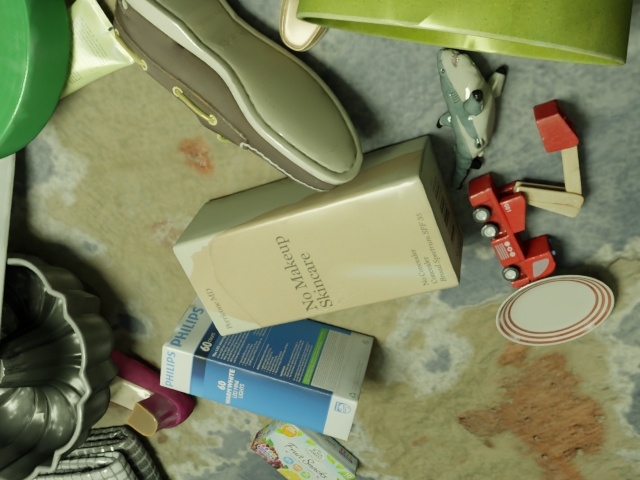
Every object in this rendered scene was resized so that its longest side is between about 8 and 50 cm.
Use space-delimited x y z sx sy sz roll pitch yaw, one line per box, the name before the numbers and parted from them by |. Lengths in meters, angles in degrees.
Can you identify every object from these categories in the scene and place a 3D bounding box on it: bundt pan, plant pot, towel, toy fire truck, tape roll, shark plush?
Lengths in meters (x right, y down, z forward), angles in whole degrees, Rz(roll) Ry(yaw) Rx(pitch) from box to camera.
bundt pan | -0.429 0.171 0.979 0.330 0.124 0.331 1 93 21
plant pot | 0.134 -0.308 0.542 0.274 0.275 0.294 10 105 9
towel | -0.405 0.448 1.189 0.283 0.121 0.235 -11 118 18
toy fire truck | 0.243 -0.045 0.769 0.135 0.047 0.192 -22 113 23
tape roll | -0.448 -0.241 0.773 0.321 0.077 0.322 4 107 14
shark plush | 0.160 -0.133 0.754 0.067 0.073 0.161 19 145 28

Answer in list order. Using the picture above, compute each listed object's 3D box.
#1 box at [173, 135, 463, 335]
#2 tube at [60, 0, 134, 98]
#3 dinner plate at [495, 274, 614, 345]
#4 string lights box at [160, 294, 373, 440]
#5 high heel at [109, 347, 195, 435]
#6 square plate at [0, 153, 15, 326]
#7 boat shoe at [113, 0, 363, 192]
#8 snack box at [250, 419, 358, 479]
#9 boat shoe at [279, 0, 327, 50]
box | 0.000 0.000 0.815 0.311 0.121 0.148 -16 115 22
tube | -0.339 -0.201 0.828 0.240 0.062 0.070 -25 152 22
dinner plate | 0.285 0.083 0.832 0.141 0.017 0.141 -2 138 -2
string lights box | -0.069 0.163 0.921 0.259 0.133 0.077 15 123 6
high heel | -0.307 0.204 1.065 0.244 0.117 0.082 33 103 16
square plate | -0.585 0.021 0.909 0.343 0.049 0.348 8 95 10
boat shoe | -0.094 -0.166 0.738 0.324 0.117 0.097 42 139 -2
snack box | -0.025 0.337 1.068 0.141 0.037 0.100 42 120 -11
boat shoe | -0.004 -0.269 0.695 0.063 0.059 0.170 25 123 -1
